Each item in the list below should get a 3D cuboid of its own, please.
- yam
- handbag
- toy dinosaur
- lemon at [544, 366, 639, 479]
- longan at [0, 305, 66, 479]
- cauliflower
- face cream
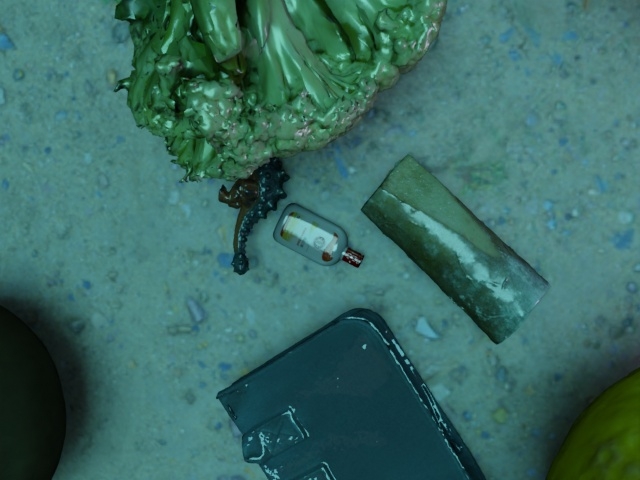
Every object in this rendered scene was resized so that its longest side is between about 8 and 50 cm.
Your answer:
[{"bbox_3d":[0.112,0.006,0.492,0.169,0.068,0.068,45,98,4],"label":"yam"},{"bbox_3d":[0.029,0.192,0.518,0.179,0.062,0.229,-34,87,12],"label":"handbag"},{"bbox_3d":[-0.057,-0.045,0.525,0.055,0.049,0.154,12,87,3],"label":"toy dinosaur"},{"bbox_3d":[0.298,0.225,0.345,0.347,0.348,0.349,0,92,9],"label":"lemon"},{"bbox_3d":[-0.342,0.159,0.501,0.247,0.248,0.249,0,92,9],"label":"longan"},{"bbox_3d":[-0.057,-0.193,0.415,0.272,0.250,0.275,-37,66,7],"label":"cauliflower"},{"bbox_3d":[0.000,0.000,0.532,0.083,0.021,0.040,27,97,7],"label":"face cream"}]
